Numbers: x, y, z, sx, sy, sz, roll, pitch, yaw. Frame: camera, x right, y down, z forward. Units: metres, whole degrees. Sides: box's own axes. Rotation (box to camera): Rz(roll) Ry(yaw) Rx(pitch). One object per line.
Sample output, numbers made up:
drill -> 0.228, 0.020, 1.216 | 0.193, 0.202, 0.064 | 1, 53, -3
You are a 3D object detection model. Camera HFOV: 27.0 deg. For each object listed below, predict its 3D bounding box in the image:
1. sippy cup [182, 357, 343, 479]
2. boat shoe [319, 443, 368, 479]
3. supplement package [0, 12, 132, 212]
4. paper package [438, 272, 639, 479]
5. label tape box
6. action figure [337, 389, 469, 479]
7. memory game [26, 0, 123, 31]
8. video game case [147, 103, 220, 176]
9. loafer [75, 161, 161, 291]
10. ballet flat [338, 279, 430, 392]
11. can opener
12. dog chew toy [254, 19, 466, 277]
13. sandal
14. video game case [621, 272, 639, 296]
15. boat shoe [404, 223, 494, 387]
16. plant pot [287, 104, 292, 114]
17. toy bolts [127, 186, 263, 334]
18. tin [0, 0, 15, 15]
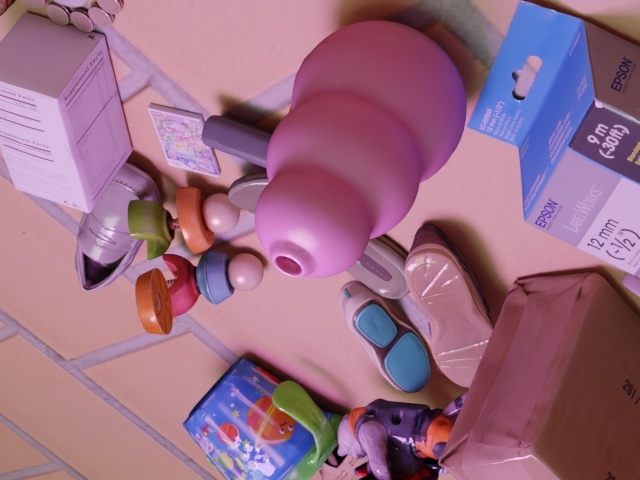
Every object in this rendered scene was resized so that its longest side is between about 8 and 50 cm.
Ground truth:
sippy cup -> -0.111, 0.338, 2.362 | 0.224, 0.240, 0.305 | 42, 108, -1
boat shoe -> 0.057, 0.399, 2.405 | 0.110, 0.121, 0.341 | 37, 137, -5
supplement package -> -0.374, -0.180, 1.899 | 0.134, 0.139, 0.244 | 18, 145, 16
paper package -> 0.354, 0.260, 1.784 | 0.168, 0.309, 0.325 | -14, 129, 48
label tape box -> 0.334, -0.092, 1.492 | 0.348, 0.115, 0.249 | 25, 148, 4
action figure -> 0.184, 0.297, 2.109 | 0.330, 0.341, 0.178 | -7, 93, 22
memory game -> -0.344, -0.348, 1.758 | 0.186, 0.012, 0.186 | 21, 147, 14
video game case -> -0.196, -0.144, 1.929 | 0.087, 0.011, 0.122 | 14, 145, 22
loafer -> -0.328, -0.014, 2.119 | 0.112, 0.111, 0.319 | 28, 148, 2
ballet flat -> 0.095, 0.145, 2.052 | 0.086, 0.086, 0.248 | 5, 146, 33
can opener -> -0.032, -0.092, 1.794 | 0.280, 0.093, 0.074 | 25, -169, 12
dog chew toy -> 0.035, -0.095, 1.514 | 0.207, 0.332, 0.206 | 20, 147, 14
sandal -> 0.002, 0.000, 1.904 | 0.303, 0.086, 0.120 | 33, 148, -5
video game case -> 0.473, 0.109, 1.641 | 0.183, 0.023, 0.201 | 32, -174, -5
boat shoe -> 0.193, 0.094, 1.885 | 0.103, 0.092, 0.285 | -12, 130, 21
plant pot -> -0.004, -0.139, 1.728 | 0.083, 0.081, 0.081 | 15, 147, 0
toy bolts -> -0.178, 0.048, 2.029 | 0.158, 0.218, 0.228 | -11, 153, 9
tin -> -0.509, -0.367, 1.842 | 0.190, 0.040, 0.106 | 21, 151, 13
